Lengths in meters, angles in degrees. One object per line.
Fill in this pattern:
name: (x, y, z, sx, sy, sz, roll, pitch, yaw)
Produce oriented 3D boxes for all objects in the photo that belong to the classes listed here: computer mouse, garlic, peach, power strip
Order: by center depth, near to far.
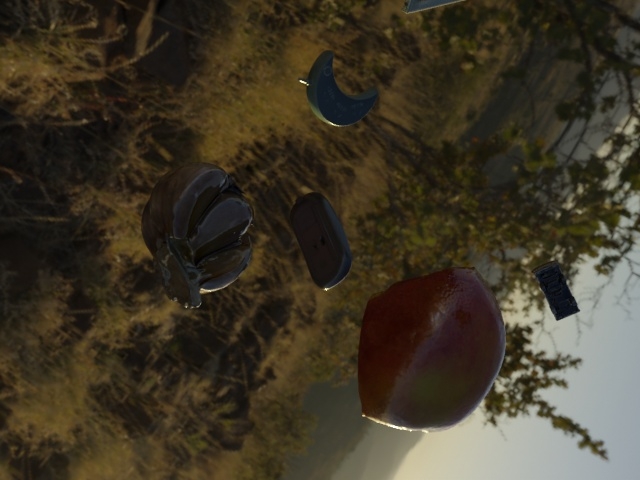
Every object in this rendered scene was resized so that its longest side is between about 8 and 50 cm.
garlic: (-0.203, -0.023, 1.134, 0.191, 0.160, 0.214, -47, 130, -45)
peach: (0.246, 0.228, 1.585, 0.242, 0.306, 0.381, 43, 57, -77)
power strip: (0.032, -0.334, 1.640, 0.216, 0.044, 0.137, 25, 97, -43)
computer mouse: (0.001, 0.001, 1.667, 0.120, 0.232, 0.057, -38, 151, 29)

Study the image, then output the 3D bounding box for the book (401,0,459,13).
book: (0.235, -0.506, 1.132, 0.208, 0.020, 0.296, -27, 146, -41)

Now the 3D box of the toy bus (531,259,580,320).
toy bus: (0.430, 0.088, 1.333, 0.052, 0.102, 0.058, -26, -171, 12)
